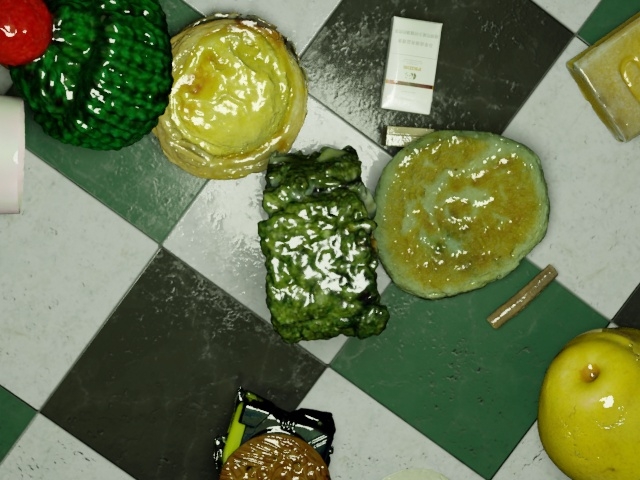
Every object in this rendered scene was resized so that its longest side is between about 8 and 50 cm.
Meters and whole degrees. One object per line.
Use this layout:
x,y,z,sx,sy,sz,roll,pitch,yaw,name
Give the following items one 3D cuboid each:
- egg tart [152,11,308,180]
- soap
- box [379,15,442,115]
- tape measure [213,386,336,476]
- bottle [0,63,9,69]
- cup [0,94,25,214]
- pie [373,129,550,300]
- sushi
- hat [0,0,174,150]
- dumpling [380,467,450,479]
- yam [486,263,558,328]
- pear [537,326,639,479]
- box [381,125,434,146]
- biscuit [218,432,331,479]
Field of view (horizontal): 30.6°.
-0.153,-0.233,1.918,0.279,0.095,0.278,0,90,-5,egg tart
0.569,-0.307,1.955,0.274,0.089,0.173,-35,97,1,soap
0.151,-0.291,1.954,0.084,0.040,0.154,7,96,-7,box
-0.083,0.358,1.968,0.199,0.112,0.186,18,91,-3,tape measure
-0.464,-0.362,1.897,0.069,0.069,0.187,36,91,-6,bottle
-0.604,-0.139,1.835,0.274,0.253,0.253,2,95,-13,cup
0.228,-0.050,1.942,0.323,0.070,0.323,-3,115,-6,pie
0.000,0.000,1.818,0.178,0.352,0.294,-6,98,0,sushi
-0.400,-0.286,1.771,0.242,0.332,0.274,-15,74,38,hat
0.140,0.495,1.989,0.166,0.126,0.215,30,93,3,dumpling
0.348,0.098,2.008,0.145,0.032,0.032,-42,96,0,yam
0.504,0.299,1.941,0.285,0.336,0.285,-8,52,10,pear
0.146,-0.171,1.946,0.083,0.079,0.035,4,94,-3,box
-0.073,0.408,1.905,0.188,0.027,0.187,0,94,-4,biscuit
